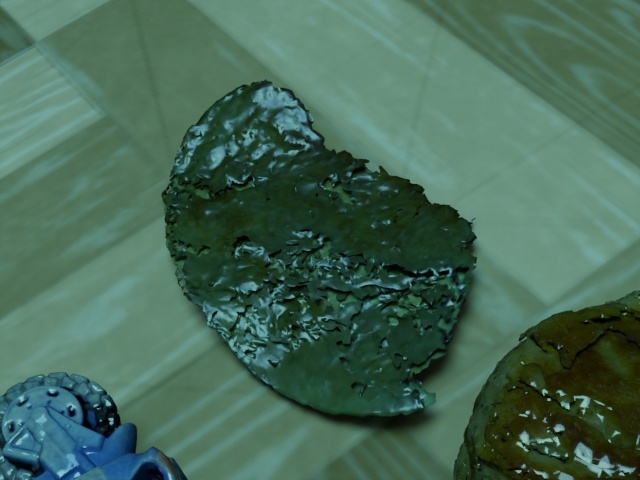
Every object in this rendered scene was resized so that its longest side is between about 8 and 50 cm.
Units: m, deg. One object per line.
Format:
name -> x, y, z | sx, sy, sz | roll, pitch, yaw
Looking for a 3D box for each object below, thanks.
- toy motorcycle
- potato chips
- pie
toy motorcycle -> -0.100, 0.139, 0.462 | 0.114, 0.076, 0.205 | 10, 53, 12
potato chips -> 0.000, 0.000, 0.587 | 0.142, 0.026, 0.209 | -12, 49, 0
pie -> 0.124, 0.097, 0.442 | 0.163, 0.079, 0.193 | -12, 49, -2
